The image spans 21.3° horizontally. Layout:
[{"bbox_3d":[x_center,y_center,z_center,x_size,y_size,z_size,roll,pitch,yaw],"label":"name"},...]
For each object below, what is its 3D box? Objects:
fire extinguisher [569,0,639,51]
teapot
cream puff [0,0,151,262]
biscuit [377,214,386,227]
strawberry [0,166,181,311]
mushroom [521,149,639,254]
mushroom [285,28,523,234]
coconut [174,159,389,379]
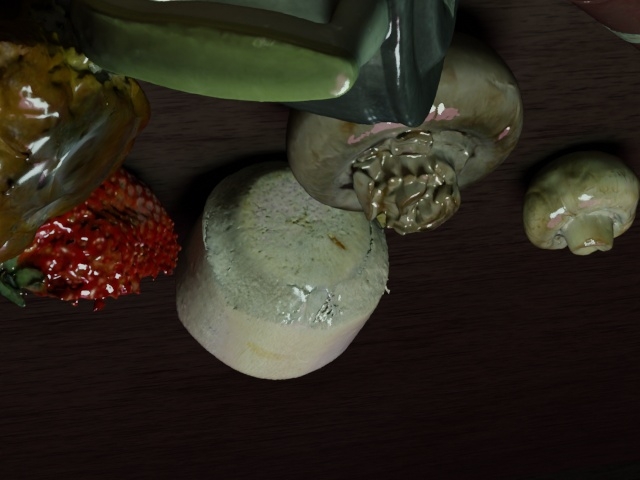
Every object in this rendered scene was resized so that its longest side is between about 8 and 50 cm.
[{"bbox_3d":[0.240,-0.227,1.452,0.138,0.102,0.344,-24,156,29],"label":"fire extinguisher"},{"bbox_3d":[-0.031,-0.171,1.184,0.239,0.321,0.239,4,146,12],"label":"teapot"},{"bbox_3d":[-0.246,-0.091,1.380,0.241,0.155,0.269,-43,160,-24],"label":"cream puff"},{"bbox_3d":[0.000,0.000,1.972,0.139,0.016,0.231,-3,156,-24],"label":"biscuit"},{"bbox_3d":[-0.231,-0.026,1.644,0.107,0.175,0.236,-66,168,26],"label":"strawberry"},{"bbox_3d":[0.294,-0.040,1.921,0.148,0.112,0.148,-6,164,-2],"label":"mushroom"},{"bbox_3d":[0.082,-0.098,1.574,0.226,0.178,0.226,-16,151,-9],"label":"mushroom"},{"bbox_3d":[-0.046,0.035,1.785,0.224,0.224,0.234,-8,154,-14],"label":"coconut"}]
